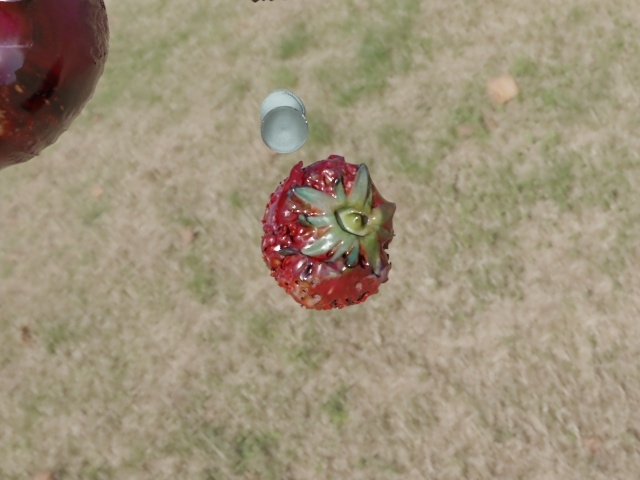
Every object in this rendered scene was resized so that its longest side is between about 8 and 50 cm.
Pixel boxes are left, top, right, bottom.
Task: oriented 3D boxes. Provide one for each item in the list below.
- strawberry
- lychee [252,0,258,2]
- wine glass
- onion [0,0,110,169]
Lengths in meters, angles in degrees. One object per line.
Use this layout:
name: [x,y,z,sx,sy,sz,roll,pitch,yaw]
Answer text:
strawberry: [0.000,0.000,1.320,0.184,0.187,0.201,-44,5,-24]
lychee: [-0.108,-0.621,2.112,0.300,0.264,0.264,-24,24,-14]
wine glass: [-0.061,-0.200,1.690,0.079,0.079,0.195,-34,16,7]
onion: [-0.470,-0.282,1.480,0.398,0.398,0.420,-36,-10,3]
